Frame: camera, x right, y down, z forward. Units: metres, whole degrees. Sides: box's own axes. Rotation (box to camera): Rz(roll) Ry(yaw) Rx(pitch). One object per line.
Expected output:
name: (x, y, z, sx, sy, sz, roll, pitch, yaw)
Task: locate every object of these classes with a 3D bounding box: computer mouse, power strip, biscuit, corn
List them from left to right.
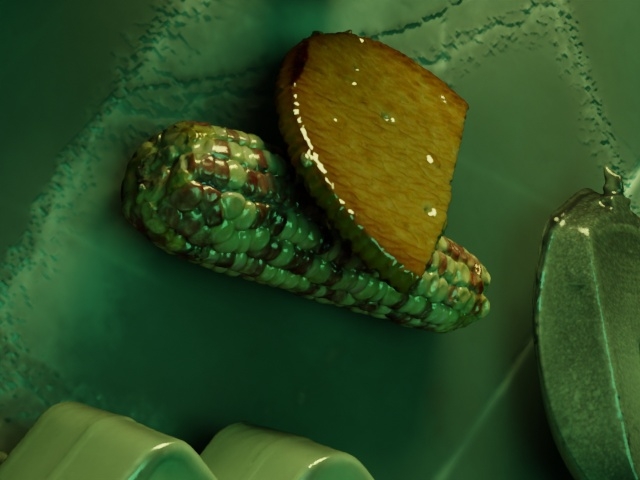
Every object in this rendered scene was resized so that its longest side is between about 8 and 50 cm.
power strip: (-0.078, 0.193, 0.902, 0.229, 0.141, 0.261, -52, 128, -23)
corn: (0.000, 0.000, 0.978, 0.237, 0.079, 0.080, 24, 74, -32)
biscuit: (0.025, -0.057, 0.976, 0.126, 0.025, 0.206, 40, 31, -13)
computer mouse: (0.172, 0.070, 1.092, 0.113, 0.068, 0.229, 10, 70, -51)
